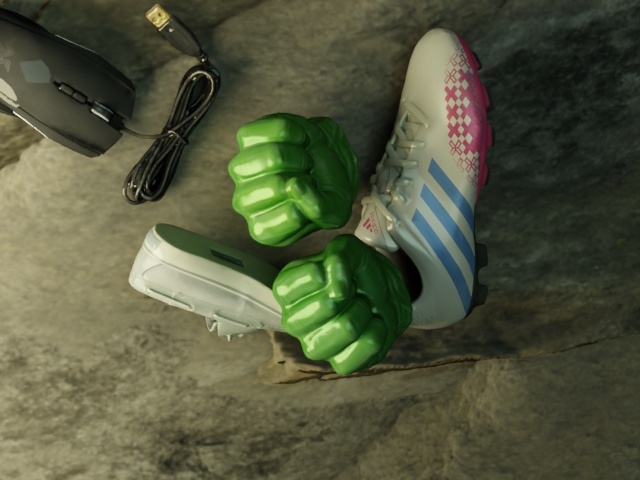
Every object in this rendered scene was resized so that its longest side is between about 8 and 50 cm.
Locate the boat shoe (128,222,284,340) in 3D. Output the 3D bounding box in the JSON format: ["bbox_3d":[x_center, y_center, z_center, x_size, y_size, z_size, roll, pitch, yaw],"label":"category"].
[{"bbox_3d":[-0.097,0.058,1.297,0.227,0.079,0.081,26,109,-28],"label":"boat shoe"}]

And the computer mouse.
[{"bbox_3d":[-0.218,-0.169,1.219,0.262,0.060,0.184,36,82,-23],"label":"computer mouse"}]

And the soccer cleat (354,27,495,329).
[{"bbox_3d":[0.106,-0.063,1.340,0.143,0.116,0.331,-6,99,-23],"label":"soccer cleat"}]

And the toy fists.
[{"bbox_3d":[0.000,0.000,1.262,0.142,0.096,0.279,-22,92,-48],"label":"toy fists"}]
